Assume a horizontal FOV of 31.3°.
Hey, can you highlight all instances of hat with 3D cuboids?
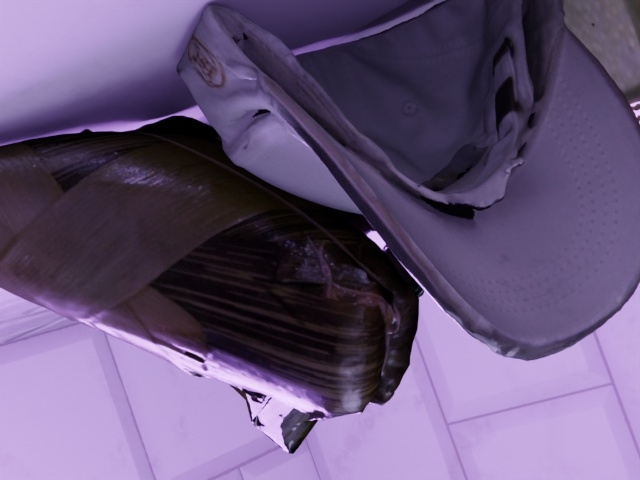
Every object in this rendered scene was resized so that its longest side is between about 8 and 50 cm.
[{"bbox_3d":[0.069,-0.049,0.728,0.258,0.301,0.168,-17,153,-25],"label":"hat"}]

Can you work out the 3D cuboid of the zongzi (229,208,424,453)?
[{"bbox_3d":[0.000,0.000,0.987,0.383,0.319,0.362,-39,-174,15],"label":"zongzi"}]

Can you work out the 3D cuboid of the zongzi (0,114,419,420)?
[{"bbox_3d":[-0.125,0.023,0.754,0.318,0.154,0.289,-5,-155,-41],"label":"zongzi"}]

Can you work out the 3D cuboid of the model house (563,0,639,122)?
[{"bbox_3d":[0.275,-0.148,0.804,0.214,0.189,0.195,-17,178,-24],"label":"model house"}]
